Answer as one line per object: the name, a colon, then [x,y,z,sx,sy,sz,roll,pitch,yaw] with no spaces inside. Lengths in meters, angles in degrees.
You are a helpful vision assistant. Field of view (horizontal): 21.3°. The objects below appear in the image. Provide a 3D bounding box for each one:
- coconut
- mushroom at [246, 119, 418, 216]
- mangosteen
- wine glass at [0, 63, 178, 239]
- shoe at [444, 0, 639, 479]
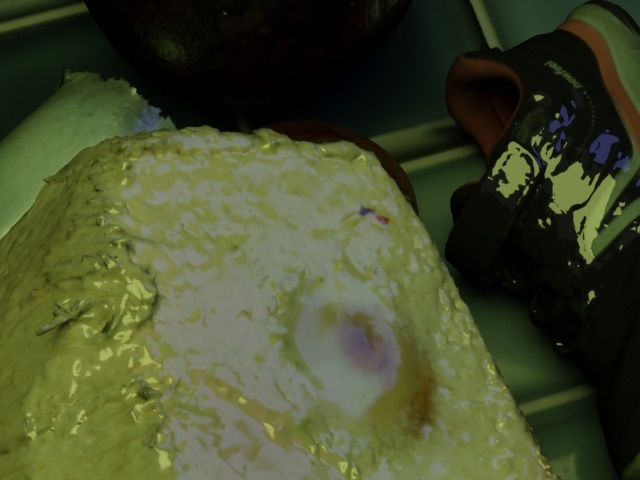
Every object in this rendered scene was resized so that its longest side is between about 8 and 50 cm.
coconut: [-0.052,0.111,0.801,0.297,0.254,0.297,17,57,-27]
mushroom: [0.000,0.000,0.969,0.170,0.080,0.135,26,77,13]
mangosteen: [-0.037,-0.193,0.985,0.216,0.216,0.216,1,65,-1]
wine glass: [-0.160,0.007,0.942,0.111,0.111,0.204,31,74,12]
shoe: [0.138,-0.005,0.954,0.137,0.114,0.291,-6,63,-10]
